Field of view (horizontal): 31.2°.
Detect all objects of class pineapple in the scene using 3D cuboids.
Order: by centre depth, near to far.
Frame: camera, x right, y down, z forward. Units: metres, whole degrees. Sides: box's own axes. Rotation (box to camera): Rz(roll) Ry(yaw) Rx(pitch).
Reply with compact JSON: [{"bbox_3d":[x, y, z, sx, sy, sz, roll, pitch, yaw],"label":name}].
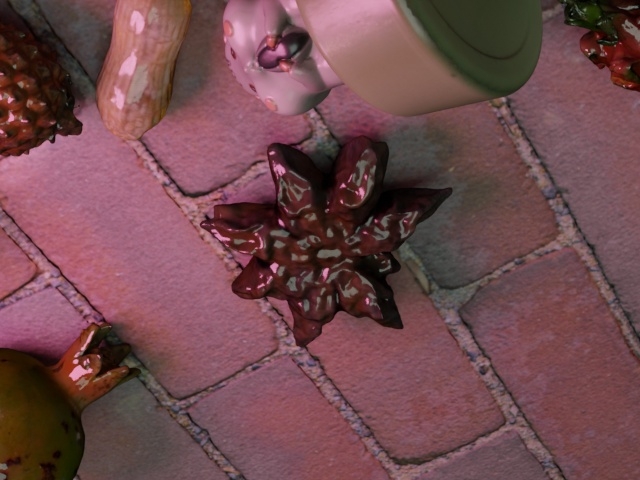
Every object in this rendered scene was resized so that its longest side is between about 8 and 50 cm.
[{"bbox_3d":[-0.351,-0.160,1.257,0.193,0.166,0.166,25,118,-19],"label":"pineapple"}]

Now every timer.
[{"bbox_3d":[0.026,-0.238,1.202,0.315,0.290,0.291,-20,126,37],"label":"timer"}]

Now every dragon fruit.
[{"bbox_3d":[0.348,-0.236,1.273,0.236,0.137,0.135,16,106,-16],"label":"dragon fruit"}]

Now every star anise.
[{"bbox_3d":[0.019,0.005,1.421,0.315,0.108,0.315,0,117,1],"label":"star anise"}]

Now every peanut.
[{"bbox_3d":[-0.200,-0.204,1.279,0.087,0.087,0.206,12,122,-13],"label":"peanut"}]

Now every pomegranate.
[{"bbox_3d":[-0.376,0.237,1.471,0.286,0.231,0.231,-23,122,11],"label":"pomegranate"}]
